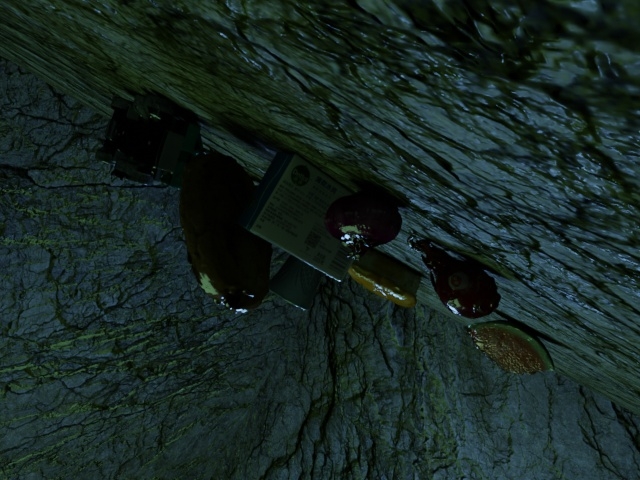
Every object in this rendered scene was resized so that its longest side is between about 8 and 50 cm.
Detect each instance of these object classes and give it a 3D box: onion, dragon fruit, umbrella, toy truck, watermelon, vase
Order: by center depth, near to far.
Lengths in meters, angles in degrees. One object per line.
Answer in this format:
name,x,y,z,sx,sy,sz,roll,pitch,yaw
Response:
onion,0.061,-0.022,0.747,0.115,0.104,0.115,12,175,1
dragon fruit,0.217,0.060,0.863,0.190,0.094,0.094,41,179,9
vase,-0.011,0.020,1.001,0.096,0.219,0.096,30,177,2
toy truck,-0.340,-0.195,1.071,0.178,0.176,0.363,16,-174,-42
umbrella,-0.257,-0.208,1.377,0.044,0.044,0.269,-18,156,31
watermelon,0.533,0.269,1.411,0.231,0.128,0.146,42,-152,15

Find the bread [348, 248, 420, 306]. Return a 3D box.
bread,0.203,0.116,1.605,0.246,0.121,0.174,31,179,16

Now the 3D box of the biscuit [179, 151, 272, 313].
biscuit,-0.151,-0.020,0.898,0.075,0.295,0.296,-16,163,14

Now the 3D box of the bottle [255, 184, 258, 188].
bottle,-0.162,-0.085,1.462,0.271,0.143,0.156,28,177,43

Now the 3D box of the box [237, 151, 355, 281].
box,-0.017,-0.038,0.845,0.194,0.139,0.073,31,177,-29
